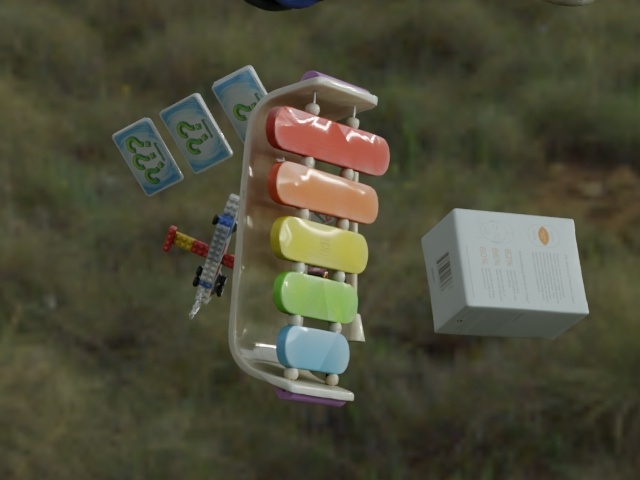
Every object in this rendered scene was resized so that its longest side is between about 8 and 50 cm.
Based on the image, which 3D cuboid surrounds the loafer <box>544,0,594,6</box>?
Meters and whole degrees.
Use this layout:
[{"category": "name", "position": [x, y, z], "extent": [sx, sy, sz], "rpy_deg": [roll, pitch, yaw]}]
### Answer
[{"category": "loafer", "position": [0.253, -0.349, 1.933], "extent": [0.101, 0.092, 0.269], "rpy_deg": [6, 56, 6]}]

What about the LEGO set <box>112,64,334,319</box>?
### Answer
[{"category": "LEGO set", "position": [-0.093, -0.034, 2.002], "extent": [0.182, 0.244, 0.060], "rpy_deg": [-24, 12, 23]}]

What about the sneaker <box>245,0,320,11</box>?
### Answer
[{"category": "sneaker", "position": [-0.041, -0.214, 1.031], "extent": [0.127, 0.182, 0.315], "rpy_deg": [-40, 7, 22]}]

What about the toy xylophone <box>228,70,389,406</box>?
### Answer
[{"category": "toy xylophone", "position": [0.000, 0.000, 1.890], "extent": [0.081, 0.323, 0.236], "rpy_deg": [1, 1, 33]}]

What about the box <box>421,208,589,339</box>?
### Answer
[{"category": "box", "position": [0.224, 0.043, 2.349], "extent": [0.170, 0.130, 0.091], "rpy_deg": [5, -26, -24]}]
